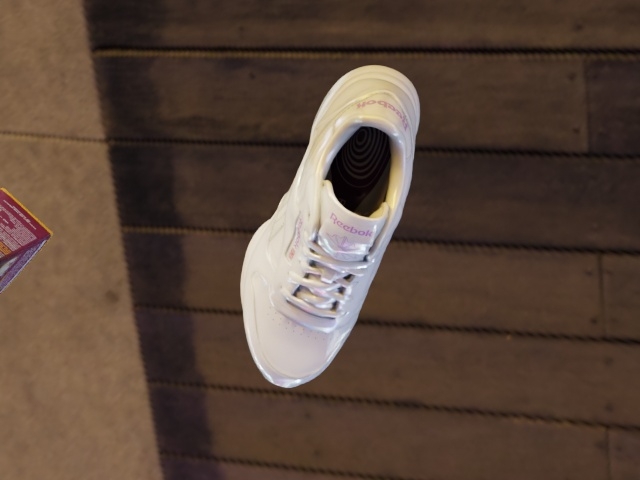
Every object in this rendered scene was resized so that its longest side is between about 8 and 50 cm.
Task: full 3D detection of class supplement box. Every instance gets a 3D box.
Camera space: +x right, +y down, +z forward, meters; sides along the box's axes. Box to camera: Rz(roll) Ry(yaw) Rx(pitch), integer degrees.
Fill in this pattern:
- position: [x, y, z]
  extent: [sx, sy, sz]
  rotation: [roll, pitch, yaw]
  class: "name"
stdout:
- position: [-0.370, 0.018, 1.426]
  extent: [0.081, 0.188, 0.104]
  rotation: [42, 101, -2]
  class: "supplement box"

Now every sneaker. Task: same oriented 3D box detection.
- position: [0.000, 0.000, 1.169]
  extent: [0.114, 0.152, 0.305]
  rotation: [17, 109, -4]
  class: "sneaker"
